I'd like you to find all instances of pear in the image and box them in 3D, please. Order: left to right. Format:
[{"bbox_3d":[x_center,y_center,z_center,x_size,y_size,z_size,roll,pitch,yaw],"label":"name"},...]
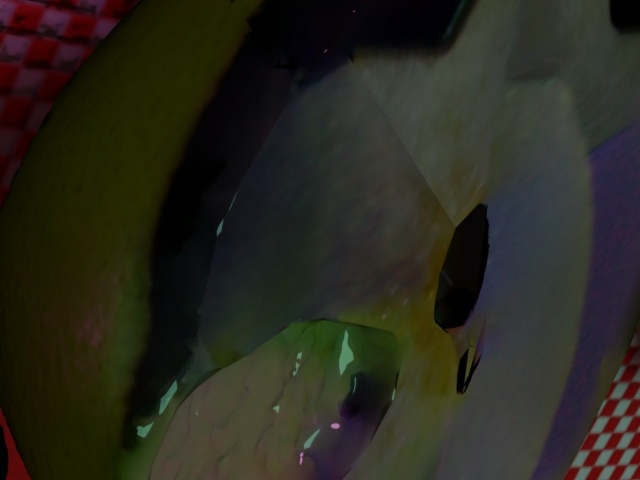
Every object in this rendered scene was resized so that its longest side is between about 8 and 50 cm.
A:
[{"bbox_3d":[-0.004,0.002,0.828,0.399,0.165,0.399,-35,137,-41],"label":"pear"}]

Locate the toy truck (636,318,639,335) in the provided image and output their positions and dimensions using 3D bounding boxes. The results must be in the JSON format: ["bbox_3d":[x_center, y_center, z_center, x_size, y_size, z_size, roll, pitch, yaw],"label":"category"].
[{"bbox_3d":[0.395,-0.019,1.274,0.405,0.180,0.254,-42,135,-3],"label":"toy truck"}]

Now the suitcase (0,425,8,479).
[{"bbox_3d":[-0.329,0.159,0.732,0.345,0.188,0.339,8,122,-49],"label":"suitcase"}]
